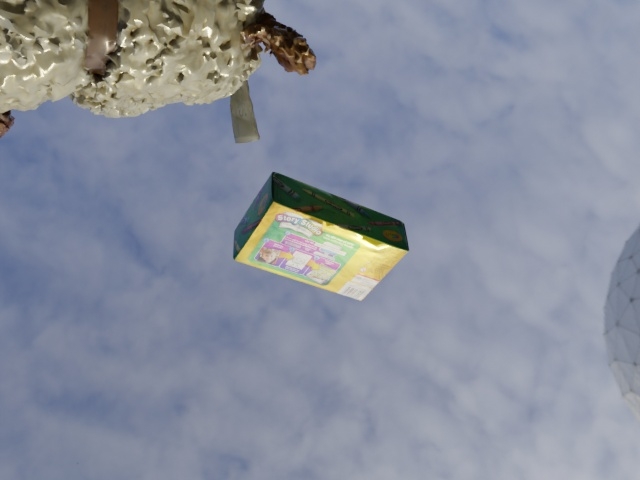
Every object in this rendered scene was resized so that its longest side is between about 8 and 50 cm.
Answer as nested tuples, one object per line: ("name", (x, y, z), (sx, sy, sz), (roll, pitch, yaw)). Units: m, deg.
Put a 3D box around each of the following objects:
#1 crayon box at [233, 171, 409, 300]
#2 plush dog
("crayon box", (0.000, 0.000, 1.092), (0.279, 0.165, 0.081), (20, -138, -22))
("plush dog", (-0.145, -0.147, 0.362), (0.225, 0.262, 0.210), (-19, -125, -38))
